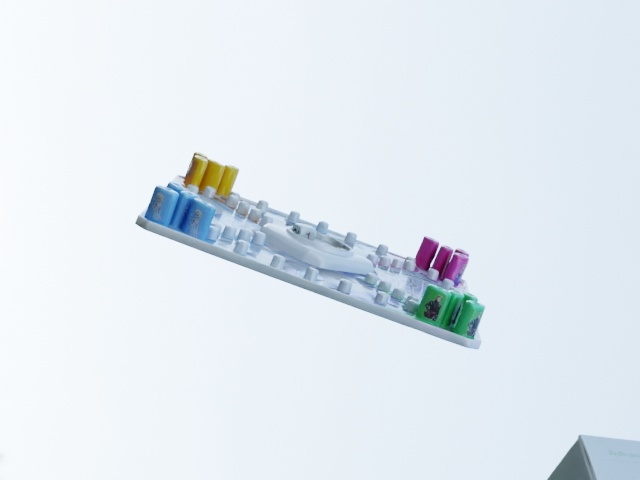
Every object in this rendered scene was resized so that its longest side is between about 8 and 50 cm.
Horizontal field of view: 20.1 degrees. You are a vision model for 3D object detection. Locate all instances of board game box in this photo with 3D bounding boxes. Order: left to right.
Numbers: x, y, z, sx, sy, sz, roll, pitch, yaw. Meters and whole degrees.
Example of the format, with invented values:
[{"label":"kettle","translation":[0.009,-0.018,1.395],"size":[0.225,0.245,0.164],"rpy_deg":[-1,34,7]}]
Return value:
[{"label":"board game box","translation":[0.000,0.000,2.096],"size":[0.390,0.390,0.050],"rpy_deg":[-77,-173,-81]}]

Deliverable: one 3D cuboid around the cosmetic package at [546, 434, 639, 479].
[{"label":"cosmetic package","translation":[0.263,0.359,1.724],"size":[0.155,0.197,0.365],"rpy_deg":[-105,-147,-43]}]
